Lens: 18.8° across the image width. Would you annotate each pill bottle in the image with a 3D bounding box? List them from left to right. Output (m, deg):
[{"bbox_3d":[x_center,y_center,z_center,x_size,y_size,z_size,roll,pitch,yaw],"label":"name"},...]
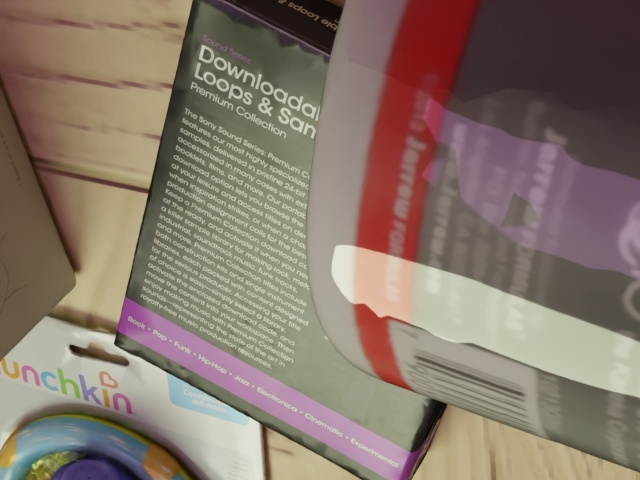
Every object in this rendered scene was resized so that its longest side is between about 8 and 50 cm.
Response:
[{"bbox_3d":[0.155,-0.003,0.431,0.283,0.161,0.161,18,130,20],"label":"pill bottle"}]

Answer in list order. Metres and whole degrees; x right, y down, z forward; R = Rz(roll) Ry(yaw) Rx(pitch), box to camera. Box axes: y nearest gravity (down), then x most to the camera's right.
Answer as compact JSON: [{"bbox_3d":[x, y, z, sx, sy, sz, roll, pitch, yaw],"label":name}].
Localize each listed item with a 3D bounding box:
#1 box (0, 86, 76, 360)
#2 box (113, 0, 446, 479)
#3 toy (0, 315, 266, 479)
[{"bbox_3d":[-0.181,0.006,0.644,0.091,0.170,0.130,1,122,32],"label":"box"},{"bbox_3d":[0.000,0.000,0.625,0.116,0.029,0.162,28,134,11],"label":"box"},{"bbox_3d":[-0.088,0.142,0.768,0.137,0.056,0.237,13,129,23],"label":"toy"}]
